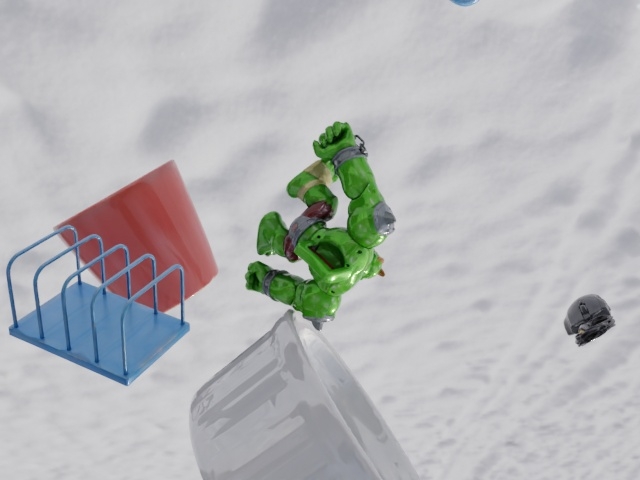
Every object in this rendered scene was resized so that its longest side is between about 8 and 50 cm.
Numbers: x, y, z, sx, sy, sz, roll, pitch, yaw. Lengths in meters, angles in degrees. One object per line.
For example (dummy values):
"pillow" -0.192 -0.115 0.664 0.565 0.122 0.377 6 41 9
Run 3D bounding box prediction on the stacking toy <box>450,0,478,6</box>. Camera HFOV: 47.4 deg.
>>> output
"stacking toy" 0.127 -0.390 0.772 0.175 0.166 0.302 -50 164 16

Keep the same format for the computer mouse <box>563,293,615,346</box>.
"computer mouse" 0.369 0.107 1.015 0.071 0.041 0.242 -30 172 16

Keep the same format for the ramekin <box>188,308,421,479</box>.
"ramekin" -0.005 0.216 0.702 0.135 0.277 0.277 -34 139 2

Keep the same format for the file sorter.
"file sorter" -0.253 0.065 0.833 0.170 0.118 0.104 17 122 20

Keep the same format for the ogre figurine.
"ogre figurine" 0.000 0.000 0.696 0.197 0.118 0.097 -46 147 9

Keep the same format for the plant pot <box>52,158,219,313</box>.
"plant pot" -0.343 0.010 1.432 0.275 0.275 0.243 -23 103 29
